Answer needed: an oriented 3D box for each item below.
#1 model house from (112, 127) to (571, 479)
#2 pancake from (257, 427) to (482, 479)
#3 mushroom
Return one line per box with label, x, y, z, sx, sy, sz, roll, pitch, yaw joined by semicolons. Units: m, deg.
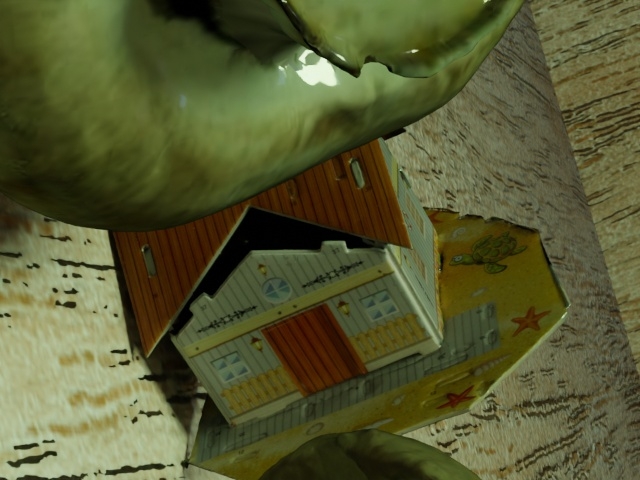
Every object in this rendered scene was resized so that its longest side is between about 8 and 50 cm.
model house;0.000;0.000;0.993;0.136;0.219;0.207;58;18;-27
pancake;0.030;0.200;0.862;0.050;0.242;0.242;-2;70;-34
mushroom;-0.046;-0.161;0.792;0.260;0.352;0.352;34;-18;44
